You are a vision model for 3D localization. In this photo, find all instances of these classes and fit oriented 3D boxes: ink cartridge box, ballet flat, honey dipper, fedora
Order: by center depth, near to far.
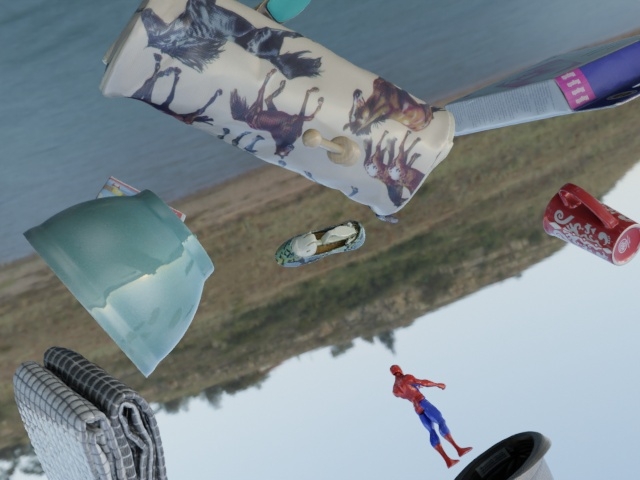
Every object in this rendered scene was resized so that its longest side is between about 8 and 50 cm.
[{"bbox_3d":[0.010,-0.094,0.763,0.031,0.030,0.161,-20,175,13],"label":"honey dipper"},{"bbox_3d":[0.431,-0.272,1.285,0.324,0.071,0.330,-27,-167,-32],"label":"ink cartridge box"},{"bbox_3d":[0.366,0.491,1.508,0.244,0.124,0.275,-36,175,28],"label":"fedora"},{"bbox_3d":[0.000,0.000,1.531,0.189,0.070,0.070,-18,-179,-15],"label":"ballet flat"},{"bbox_3d":[-0.111,-0.466,1.584,0.206,0.073,0.067,-35,-138,-2],"label":"ballet flat"}]

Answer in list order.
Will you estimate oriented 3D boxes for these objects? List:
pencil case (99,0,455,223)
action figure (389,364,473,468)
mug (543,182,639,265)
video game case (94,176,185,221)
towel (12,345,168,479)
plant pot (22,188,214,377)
[{"bbox_3d":[-0.054,-0.167,0.930,0.411,0.159,0.183,23,158,-15],"label":"pencil case"},{"bbox_3d":[0.280,0.412,1.916,0.139,0.280,0.091,-12,145,-45],"label":"action figure"},{"bbox_3d":[0.532,-0.030,1.528,0.150,0.113,0.169,18,-165,-41],"label":"mug"},{"bbox_3d":[-0.429,-0.029,1.756,0.025,0.204,0.285,-56,-166,27],"label":"video game case"},{"bbox_3d":[-0.326,0.313,1.155,0.235,0.283,0.121,16,-143,43],"label":"towel"},{"bbox_3d":[-0.296,0.042,1.228,0.196,0.293,0.293,-42,-172,-16],"label":"plant pot"}]
